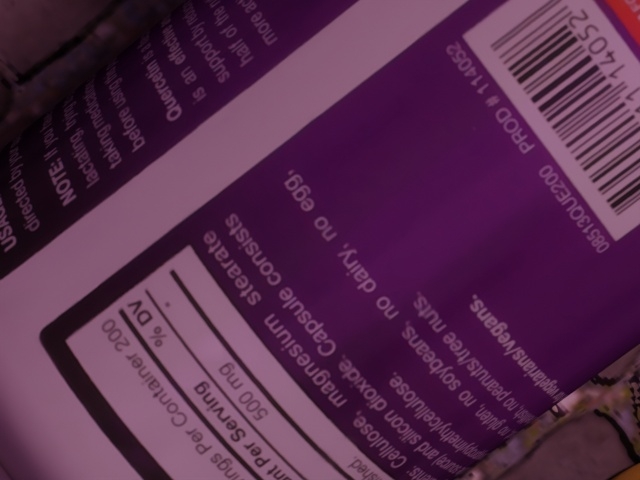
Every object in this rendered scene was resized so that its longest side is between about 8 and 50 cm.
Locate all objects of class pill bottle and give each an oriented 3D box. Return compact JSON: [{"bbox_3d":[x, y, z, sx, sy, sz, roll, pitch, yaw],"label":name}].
[{"bbox_3d":[0.000,0.000,0.510,0.323,0.181,0.181,-37,111,8],"label":"pill bottle"}]

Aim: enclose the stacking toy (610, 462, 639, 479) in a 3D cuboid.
[{"bbox_3d":[0.288,0.136,0.626,0.279,0.130,0.309,33,104,-17],"label":"stacking toy"}]
